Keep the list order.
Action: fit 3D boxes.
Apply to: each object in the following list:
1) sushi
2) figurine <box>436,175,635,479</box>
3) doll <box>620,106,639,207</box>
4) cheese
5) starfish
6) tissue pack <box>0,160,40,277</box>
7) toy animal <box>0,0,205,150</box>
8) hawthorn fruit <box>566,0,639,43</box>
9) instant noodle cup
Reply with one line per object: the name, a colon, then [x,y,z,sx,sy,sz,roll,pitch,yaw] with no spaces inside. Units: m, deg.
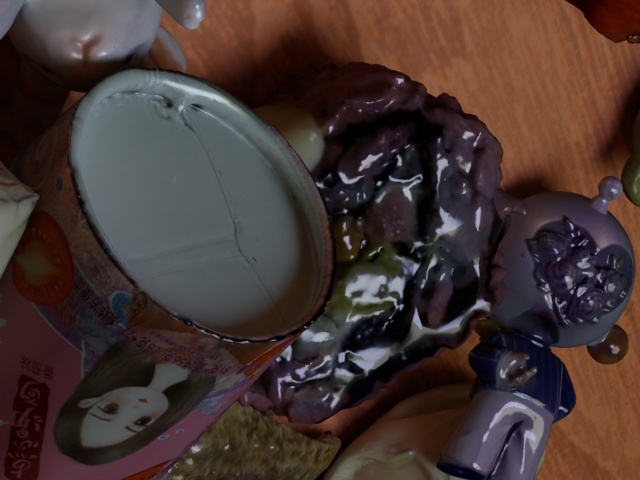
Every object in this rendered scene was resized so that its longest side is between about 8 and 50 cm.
sushi: [0.000,0.000,1.417,0.270,0.171,0.236,-36,115,-12]
figurine: [0.175,0.077,1.703,0.194,0.133,0.274,47,67,-12]
doll: [0.379,-0.131,1.739,0.177,0.161,0.260,7,116,-27]
cheese: [0.097,0.252,1.823,0.233,0.127,0.266,-2,128,-50]
starfish: [-0.088,0.162,1.595,0.432,0.082,0.324,-38,140,-18]
tissue pack: [-0.375,0.067,1.093,0.297,0.207,0.380,11,114,-51]
toy animal: [-0.141,-0.150,1.193,0.141,0.138,0.282,-1,126,-5]
hawthorn fruit: [0.280,-0.276,1.469,0.211,0.211,0.299,-12,126,-40]
instant noodle cup: [-0.133,0.036,1.222,0.243,0.243,0.231,-3,152,-45]
